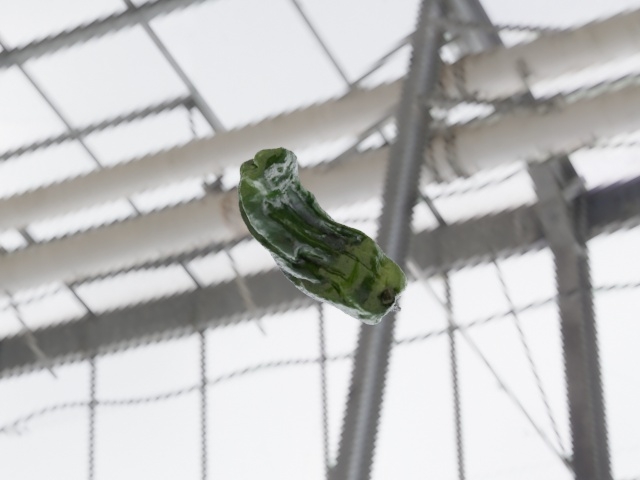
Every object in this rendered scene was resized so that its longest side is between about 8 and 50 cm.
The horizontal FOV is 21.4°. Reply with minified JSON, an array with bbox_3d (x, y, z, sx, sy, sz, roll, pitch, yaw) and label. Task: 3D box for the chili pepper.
[{"bbox_3d":[-0.001,0.000,0.648,0.034,0.091,0.030,-13,-143,52],"label":"chili pepper"}]
